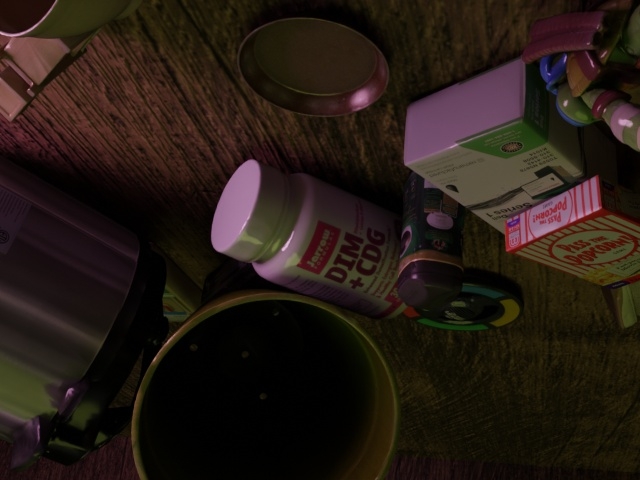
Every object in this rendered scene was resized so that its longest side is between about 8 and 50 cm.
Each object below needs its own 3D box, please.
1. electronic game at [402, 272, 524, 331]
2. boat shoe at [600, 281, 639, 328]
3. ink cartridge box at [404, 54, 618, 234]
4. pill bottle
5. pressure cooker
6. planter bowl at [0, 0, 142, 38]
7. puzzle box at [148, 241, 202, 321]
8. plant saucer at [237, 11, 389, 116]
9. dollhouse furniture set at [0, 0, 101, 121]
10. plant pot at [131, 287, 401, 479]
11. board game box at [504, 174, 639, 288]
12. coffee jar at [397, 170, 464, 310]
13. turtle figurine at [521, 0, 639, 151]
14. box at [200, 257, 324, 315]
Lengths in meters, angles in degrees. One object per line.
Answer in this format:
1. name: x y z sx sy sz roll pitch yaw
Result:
1. electronic game: 0.250 0.116 1.408 0.229 0.048 0.229 6 154 3
2. boat shoe: 0.451 0.024 1.123 0.092 0.103 0.285 -23 135 5
3. ink cartridge box: 0.229 -0.101 0.920 0.160 0.093 0.219 -18 145 42
4. pill bottle: 0.000 0.000 1.109 0.283 0.160 0.160 22 151 -27
5. pressure cooker: -0.427 0.112 1.154 0.420 0.370 0.375 32 174 -25
6. planter bowl: -0.218 -0.252 0.687 0.162 0.162 0.109 -14 173 37
7. puzzle box: -0.453 0.087 1.532 0.408 0.052 0.272 -1 152 18
8. plant saucer: -0.007 -0.197 0.863 0.168 0.029 0.168 7 154 3
9. dollhouse furniture set: -0.323 -0.246 0.818 0.161 0.101 0.182 47 141 -17
10. plant pot: -0.099 0.224 1.217 0.366 0.367 0.353 14 -174 -13
11. board game box: 0.344 -0.004 0.939 0.193 0.045 0.146 18 152 -26
12. coffee jar: 0.148 -0.004 1.034 0.079 0.185 0.096 11 154 -7
13. turtle figurine: 0.327 -0.160 0.670 0.197 0.275 0.266 -24 153 -15
14. box: -0.092 0.084 1.424 0.183 0.056 0.231 18 152 -23
